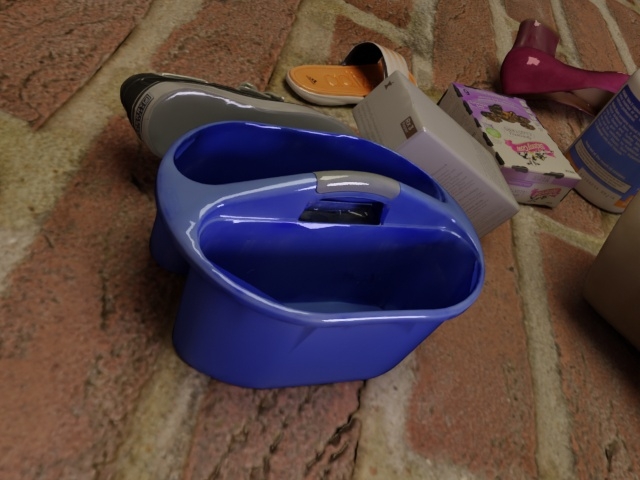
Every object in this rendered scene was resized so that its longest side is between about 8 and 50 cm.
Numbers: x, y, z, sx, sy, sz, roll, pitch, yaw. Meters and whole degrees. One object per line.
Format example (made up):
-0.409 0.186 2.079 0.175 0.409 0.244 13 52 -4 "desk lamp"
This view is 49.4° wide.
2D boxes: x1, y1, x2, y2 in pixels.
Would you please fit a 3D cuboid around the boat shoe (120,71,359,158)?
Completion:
-0.081 -0.121 0.800 0.306 0.113 0.105 4 28 -38 "boat shoe"

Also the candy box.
0.290 -0.150 1.102 0.165 0.070 0.196 5 46 -30 "candy box"

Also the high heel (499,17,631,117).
0.509 -0.266 1.375 0.377 0.127 0.181 27 68 -13 "high heel"

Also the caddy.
0.000 0.000 0.673 0.342 0.179 0.241 1 48 -32 "caddy"

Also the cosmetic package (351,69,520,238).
0.150 -0.101 0.888 0.231 0.085 0.117 29 33 -39 "cosmetic package"

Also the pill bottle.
0.539 -0.187 1.147 0.152 0.272 0.152 18 42 -17 "pill bottle"

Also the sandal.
0.069 -0.255 1.059 0.265 0.076 0.102 -14 58 -42 "sandal"

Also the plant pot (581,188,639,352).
0.505 0.064 0.881 0.280 0.323 0.323 31 36 26 "plant pot"
